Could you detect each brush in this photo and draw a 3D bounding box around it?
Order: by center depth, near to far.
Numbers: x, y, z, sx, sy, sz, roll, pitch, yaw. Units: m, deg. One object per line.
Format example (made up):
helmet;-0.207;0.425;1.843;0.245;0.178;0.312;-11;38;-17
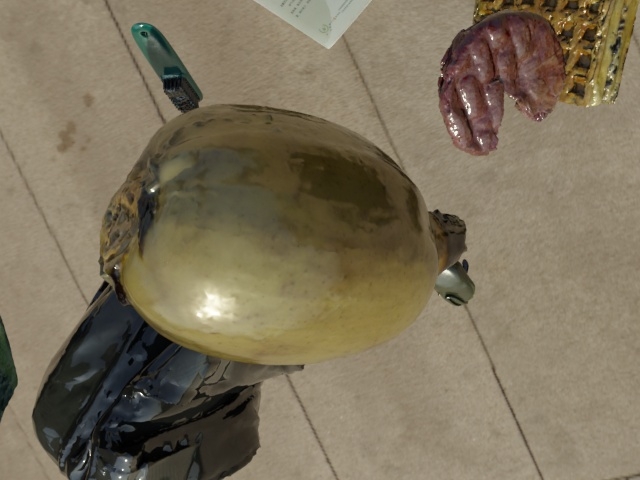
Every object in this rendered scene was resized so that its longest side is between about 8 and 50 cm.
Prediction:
brush;-0.195;-0.214;0.867;0.043;0.193;0.032;-5;74;7

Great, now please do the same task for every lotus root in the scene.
lotus root;0.000;0.000;0.498;0.182;0.309;0.183;-13;74;53

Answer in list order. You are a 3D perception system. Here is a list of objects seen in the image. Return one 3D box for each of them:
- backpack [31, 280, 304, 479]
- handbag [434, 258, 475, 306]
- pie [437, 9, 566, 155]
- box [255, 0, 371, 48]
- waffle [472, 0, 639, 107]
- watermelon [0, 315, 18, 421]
backpack;-0.146;0.118;0.784;0.254;0.445;0.364;30;105;4
handbag;0.194;0.059;1.005;0.072;0.047;0.111;-23;127;33
pie;0.269;-0.236;1.003;0.218;0.054;0.205;-21;120;-15
box;-0.040;-0.555;1.357;0.299;0.107;0.200;27;139;-23
waffle;0.417;-0.380;1.255;0.308;0.091;0.213;32;126;48
watermelon;-0.380;0.129;0.547;0.223;0.180;0.306;22;79;-25
